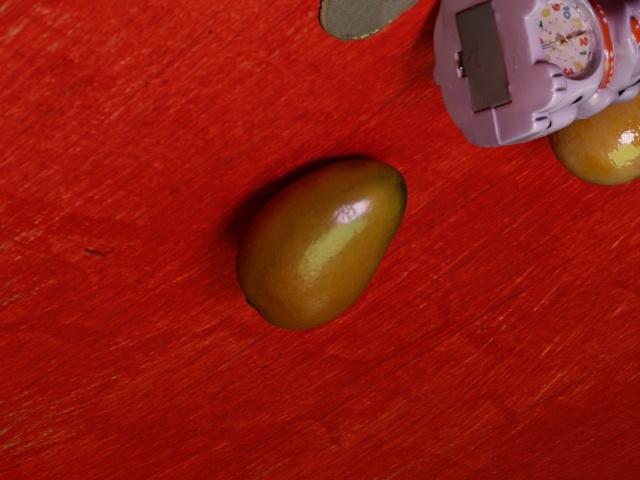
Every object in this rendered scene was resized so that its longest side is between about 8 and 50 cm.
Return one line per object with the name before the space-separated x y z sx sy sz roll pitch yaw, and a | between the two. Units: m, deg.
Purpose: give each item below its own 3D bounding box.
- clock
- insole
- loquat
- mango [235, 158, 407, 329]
clock | 0.266 -0.198 1.349 0.253 0.189 0.189 -8 148 -30
insole | 0.104 -0.308 1.228 0.119 0.009 0.348 7 141 -36
loquat | 0.336 -0.138 1.495 0.163 0.163 0.137 -32 170 20
mango | -0.006 0.003 1.543 0.175 0.139 0.254 -9 142 -40
